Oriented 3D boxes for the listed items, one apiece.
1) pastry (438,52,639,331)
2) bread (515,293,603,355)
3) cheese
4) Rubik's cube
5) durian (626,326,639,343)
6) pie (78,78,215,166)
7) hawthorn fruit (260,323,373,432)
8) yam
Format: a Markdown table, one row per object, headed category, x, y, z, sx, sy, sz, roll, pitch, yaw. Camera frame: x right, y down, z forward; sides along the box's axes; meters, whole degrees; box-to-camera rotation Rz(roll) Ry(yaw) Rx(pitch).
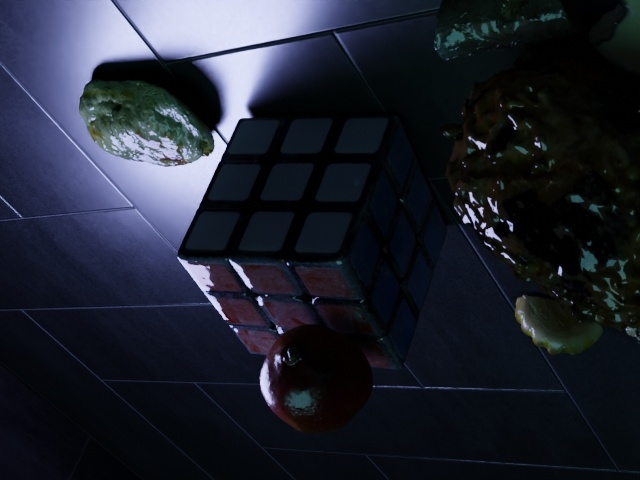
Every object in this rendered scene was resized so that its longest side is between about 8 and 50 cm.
| category | x | y | z | sx | sy | sz | roll | pitch | yaw |
| --- | --- | --- | --- | --- | --- | --- | --- | --- | --- |
| pastry | 0.329 | -0.074 | 1.412 | 0.337 | 0.405 | 0.292 | 12 | 127 | -34 |
| bread | 0.425 | 0.161 | 2.006 | 0.157 | 0.094 | 0.083 | 8 | 142 | 6 |
| cheese | 0.450 | -0.249 | 1.389 | 0.249 | 0.070 | 0.163 | 29 | 149 | -10 |
| Rubik's cube | 0.000 | 0.000 | 1.821 | 0.304 | 0.301 | 0.305 | 3 | 143 | 26 |
| durian | 0.449 | 0.020 | 1.734 | 0.196 | 0.185 | 0.305 | 28 | 167 | 46 |
| pie | -0.296 | -0.190 | 1.911 | 0.248 | 0.090 | 0.201 | 6 | 148 | 31 |
| hawthorn fruit | -0.011 | 0.201 | 1.703 | 0.169 | 0.169 | 0.188 | 6 | 143 | 24 |
| yam | 0.239 | -0.291 | 1.423 | 0.183 | 0.107 | 0.107 | -3 | 141 | 32 |
